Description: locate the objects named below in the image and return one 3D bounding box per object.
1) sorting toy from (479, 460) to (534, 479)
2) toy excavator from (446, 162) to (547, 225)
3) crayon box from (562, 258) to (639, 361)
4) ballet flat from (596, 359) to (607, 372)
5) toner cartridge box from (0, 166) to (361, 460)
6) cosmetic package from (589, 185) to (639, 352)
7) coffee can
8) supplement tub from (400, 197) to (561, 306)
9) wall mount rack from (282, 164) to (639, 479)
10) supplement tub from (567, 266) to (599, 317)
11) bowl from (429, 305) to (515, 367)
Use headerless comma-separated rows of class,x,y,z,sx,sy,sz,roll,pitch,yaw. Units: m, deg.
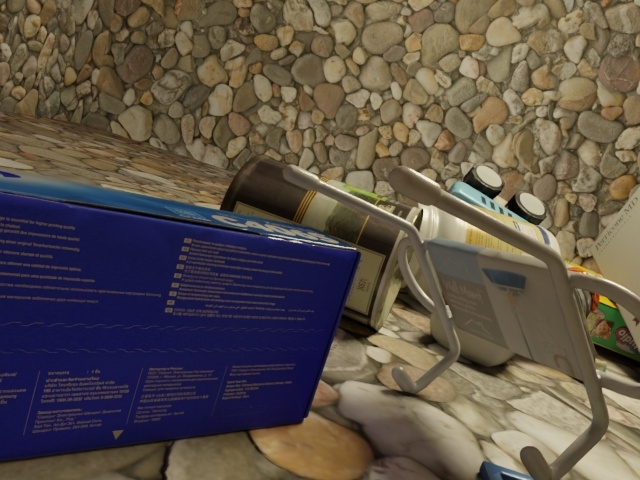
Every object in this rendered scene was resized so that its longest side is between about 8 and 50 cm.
sorting toy,0.164,0.219,0.313,0.195,0.047,0.347,20,9,16
toy excavator,0.355,-0.009,1.408,0.432,0.222,0.445,31,44,0
crayon box,0.711,0.173,1.297,0.362,0.106,0.313,22,17,-3
ballet flat,0.437,0.201,0.959,0.057,0.053,0.168,15,9,-34
toner cartridge box,-0.136,0.052,0.371,0.347,0.165,0.075,11,10,-42
cosmetic package,0.729,0.093,1.053,0.161,0.230,0.453,18,36,-5
coffee can,0.000,0.000,0.850,0.275,0.202,0.201,20,9,14
supplement tub,0.308,0.040,1.128,0.316,0.229,0.228,17,9,-10
wall mount rack,0.115,0.043,0.492,0.130,0.304,0.350,-32,19,-18
supplement tub,0.400,0.118,0.966,0.190,0.117,0.117,-16,21,-19
bowl,0.249,0.156,0.862,0.142,0.053,0.142,24,10,30
